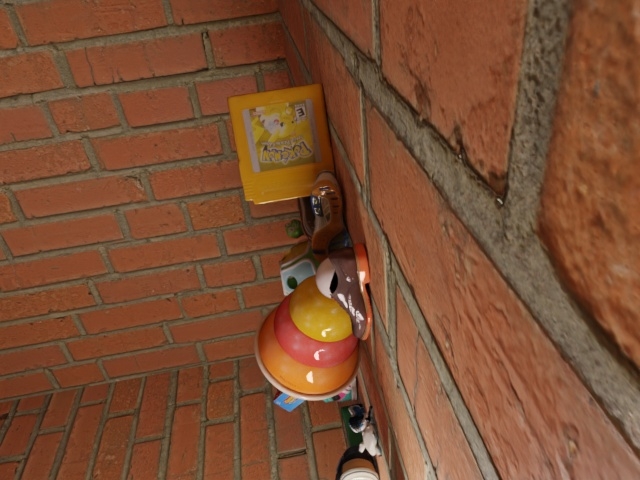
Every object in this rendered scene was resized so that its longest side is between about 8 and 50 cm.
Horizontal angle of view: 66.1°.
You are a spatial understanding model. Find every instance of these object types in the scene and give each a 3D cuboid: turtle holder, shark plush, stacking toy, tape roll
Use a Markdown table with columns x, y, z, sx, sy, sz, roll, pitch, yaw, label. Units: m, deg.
| x | y | z | sx | sy | sz | roll | pitch | yaw | label |
| --- | --- | --- | --- | --- | --- | --- | --- | --- | --- |
| -0.044 | 0.099 | 1.892 | 0.243 | 0.227 | 0.320 | -104 | 5 | -55 | turtle holder |
| 0.152 | 0.596 | 1.533 | 0.067 | 0.073 | 0.161 | -18 | -85 | -63 | shark plush |
| 0.014 | 0.217 | 1.430 | 0.480 | 0.350 | 0.351 | 113 | 153 | -46 | stacking toy |
| 0.149 | 0.844 | 2.020 | 0.321 | 0.077 | 0.321 | 170 | 90 | -87 | tape roll |

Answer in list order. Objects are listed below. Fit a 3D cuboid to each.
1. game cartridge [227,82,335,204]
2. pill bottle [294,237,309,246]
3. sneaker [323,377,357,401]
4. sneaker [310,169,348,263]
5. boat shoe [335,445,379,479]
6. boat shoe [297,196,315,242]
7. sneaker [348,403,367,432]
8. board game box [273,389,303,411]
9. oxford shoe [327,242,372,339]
| x | y | z | sx | sy | sz | roll | pitch | yaw | label |
| --- | --- | --- | --- | --- | --- | --- | --- | --- | --- |
| -0.110 | -0.284 | 1.467 | 0.053 | 0.285 | 0.324 | -123 | 23 | -82 | game cartridge |
| -0.042 | 0.116 | 2.426 | 0.278 | 0.162 | 0.162 | -106 | 7 | -59 | pill bottle |
| 0.050 | 0.546 | 1.967 | 0.124 | 0.178 | 0.296 | -104 | 6 | -54 | sneaker |
| 0.030 | -0.067 | 1.454 | 0.131 | 0.111 | 0.297 | -83 | -5 | -54 | sneaker |
| 0.133 | 0.941 | 1.788 | 0.156 | 0.186 | 0.500 | -96 | 4 | -58 | boat shoe |
| -0.028 | -0.137 | 1.622 | 0.116 | 0.123 | 0.325 | 112 | 159 | -61 | boat shoe |
| 0.144 | 0.663 | 1.783 | 0.190 | 0.071 | 0.083 | -25 | -81 | -85 | sneaker |
| -0.044 | 0.492 | 1.995 | 0.308 | 0.086 | 0.302 | -49 | 12 | 38 | board game box |
| 0.070 | 0.132 | 1.204 | 0.097 | 0.098 | 0.271 | -107 | 8 | -63 | oxford shoe |
